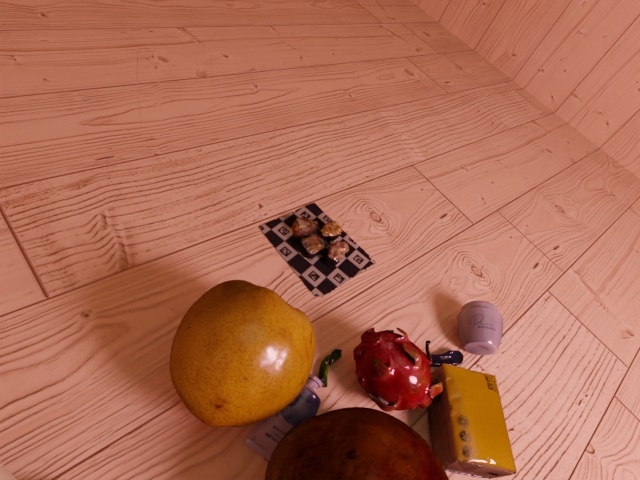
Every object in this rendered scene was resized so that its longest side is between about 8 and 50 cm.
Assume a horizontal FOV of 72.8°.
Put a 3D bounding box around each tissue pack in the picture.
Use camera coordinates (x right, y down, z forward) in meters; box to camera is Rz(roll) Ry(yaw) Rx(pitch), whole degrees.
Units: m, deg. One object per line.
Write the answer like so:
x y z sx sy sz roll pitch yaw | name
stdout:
0.256 0.311 0.754 0.120 0.082 0.169 17 46 -13 | tissue pack

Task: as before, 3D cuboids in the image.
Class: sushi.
0.000 0.000 0.933 0.193 0.040 0.210 -28 67 -40 | sushi

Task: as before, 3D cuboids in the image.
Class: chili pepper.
0.015 0.219 0.765 0.027 0.022 0.083 7 39 26 | chili pepper

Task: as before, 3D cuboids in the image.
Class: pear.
-0.115 0.163 0.624 0.209 0.209 0.209 13 47 -15 | pear

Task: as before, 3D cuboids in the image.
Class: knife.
0.229 0.233 0.855 0.121 0.018 0.031 6 57 -20 | knife

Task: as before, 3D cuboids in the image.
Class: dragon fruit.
0.129 0.227 0.739 0.166 0.136 0.133 47 35 -9 | dragon fruit

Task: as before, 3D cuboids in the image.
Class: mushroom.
0.048 0.343 0.536 0.263 0.195 0.283 29 52 8 | mushroom

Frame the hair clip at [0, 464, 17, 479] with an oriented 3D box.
-0.350 0.319 0.468 0.218 0.071 0.159 48 45 11 | hair clip

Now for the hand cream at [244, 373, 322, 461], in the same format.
-0.043 0.273 0.674 0.084 0.053 0.142 34 55 4 | hand cream

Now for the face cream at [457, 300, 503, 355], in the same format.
0.330 0.181 0.898 0.091 0.091 0.095 20 54 -8 | face cream
